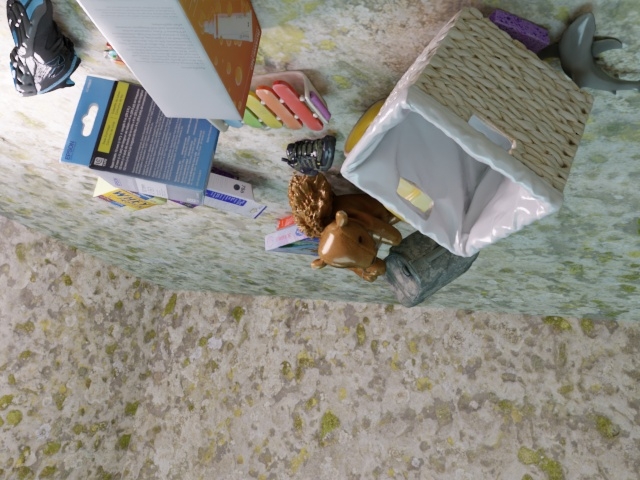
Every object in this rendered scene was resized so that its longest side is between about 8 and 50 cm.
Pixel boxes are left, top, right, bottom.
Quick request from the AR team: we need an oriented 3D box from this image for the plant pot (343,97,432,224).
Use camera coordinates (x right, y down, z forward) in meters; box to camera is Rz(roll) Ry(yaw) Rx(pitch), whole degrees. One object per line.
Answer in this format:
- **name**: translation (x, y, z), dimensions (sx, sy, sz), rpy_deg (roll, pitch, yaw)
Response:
- **plant pot**: translation (0.196, -0.202, 1.398), dimensions (0.239, 0.254, 0.254), rpy_deg (34, 154, -19)

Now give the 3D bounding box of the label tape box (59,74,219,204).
- **label tape box**: translation (-0.443, -0.253, 1.507), dimensions (0.347, 0.249, 0.115), rpy_deg (11, 162, -6)

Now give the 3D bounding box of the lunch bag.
- **lunch bag**: translation (0.376, 0.058, 1.986), dimensions (0.305, 0.213, 0.256), rpy_deg (-30, 171, -17)

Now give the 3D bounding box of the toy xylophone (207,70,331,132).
- **toy xylophone**: translation (-0.115, -0.316, 1.424), dimensions (0.322, 0.081, 0.236), rpy_deg (-3, 159, 34)

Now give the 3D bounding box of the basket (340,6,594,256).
- **basket**: translation (0.269, -0.189, 1.129), dimensions (0.328, 0.266, 0.331), rpy_deg (34, 156, -6)

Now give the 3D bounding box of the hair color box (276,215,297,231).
- **hair color box**: translation (-0.104, -0.061, 2.278), dimensions (0.072, 0.043, 0.141), rpy_deg (20, 159, -32)

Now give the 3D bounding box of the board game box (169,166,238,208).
- **board game box**: translation (-0.457, -0.195, 2.041), dimensions (0.208, 0.056, 0.346), rpy_deg (16, 162, -34)

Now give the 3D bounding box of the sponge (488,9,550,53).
- **sponge**: translation (0.325, -0.358, 1.146), dimensions (0.117, 0.031, 0.210), rpy_deg (16, 162, -17)

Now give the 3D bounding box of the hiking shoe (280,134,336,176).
- **hiking shoe**: translation (-0.035, -0.234, 1.630), dimensions (0.114, 0.086, 0.227), rpy_deg (12, 163, -19)

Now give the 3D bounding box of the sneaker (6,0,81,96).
- **sneaker**: translation (-0.604, -0.437, 1.299), dimensions (0.139, 0.125, 0.341), rpy_deg (-13, 171, -30)

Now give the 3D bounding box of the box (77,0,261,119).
- **box**: translation (-0.239, -0.391, 1.030), dimensions (0.168, 0.215, 0.345), rpy_deg (5, 163, 11)

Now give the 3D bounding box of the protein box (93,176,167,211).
- **protein box**: translation (-0.551, -0.211, 1.777), dimensions (0.201, 0.200, 0.136), rpy_deg (-8, 156, 43)

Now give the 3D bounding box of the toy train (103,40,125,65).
- **toy train**: translation (-0.423, -0.401, 1.374), dimensions (0.166, 0.046, 0.125), rpy_deg (16, 161, -23)

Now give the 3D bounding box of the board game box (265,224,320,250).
- **board game box**: translation (0.000, 0.000, 2.282), dimensions (0.318, 0.066, 0.318), rpy_deg (7, 167, -33)

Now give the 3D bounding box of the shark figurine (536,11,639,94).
- **shark figurine**: translation (0.516, -0.299, 1.107), dimensions (0.278, 0.116, 0.166), rpy_deg (21, 161, -26)

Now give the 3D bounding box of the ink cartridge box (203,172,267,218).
- **ink cartridge box**: translation (-0.342, -0.159, 1.921), dimensions (0.332, 0.065, 0.165), rpy_deg (17, 161, -18)

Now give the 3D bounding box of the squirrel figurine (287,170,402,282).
- **squirrel figurine**: translation (0.043, -0.032, 1.798), dimensions (0.397, 0.281, 0.370), rpy_deg (34, -160, 8)
